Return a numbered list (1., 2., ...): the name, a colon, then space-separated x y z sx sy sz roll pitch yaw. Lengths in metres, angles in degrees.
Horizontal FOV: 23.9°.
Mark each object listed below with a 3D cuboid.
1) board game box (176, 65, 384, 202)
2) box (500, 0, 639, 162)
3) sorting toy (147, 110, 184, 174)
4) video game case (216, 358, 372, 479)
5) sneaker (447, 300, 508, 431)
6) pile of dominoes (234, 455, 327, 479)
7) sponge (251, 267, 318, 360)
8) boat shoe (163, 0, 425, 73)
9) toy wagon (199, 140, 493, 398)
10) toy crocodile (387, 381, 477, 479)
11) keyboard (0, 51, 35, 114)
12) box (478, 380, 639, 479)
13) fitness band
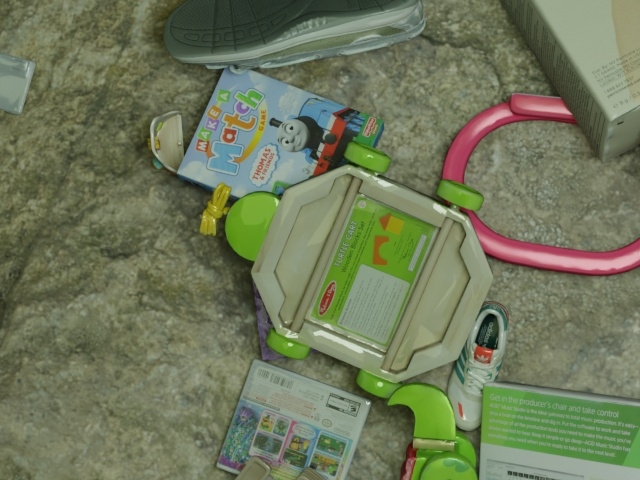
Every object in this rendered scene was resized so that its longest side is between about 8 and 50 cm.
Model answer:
1. board game box: -0.049 -0.111 1.871 0.212 0.039 0.160 21 79 9
2. box: 0.304 -0.264 1.760 0.121 0.148 0.311 -28 73 -2
3. sorting toy: -0.197 -0.122 1.883 0.045 0.075 0.083 -6 85 7
4. video game case: -0.033 0.238 1.868 0.157 0.019 0.143 19 89 7
5. sneaker: 0.187 0.150 1.815 0.057 0.075 0.161 16 88 8
6. pile of dominoes: -0.060 0.398 1.854 0.196 0.040 0.251 37 104 6
7. sponge: 0.025 0.075 1.864 0.210 0.031 0.117 -9 86 7
8. boat shoe: -0.031 -0.262 1.857 0.321 0.103 0.118 -12 58 5
9. toy wagon: 0.027 0.019 1.793 0.344 0.068 0.267 23 100 1
10. toy crocodile: 0.128 0.332 1.770 0.105 0.115 0.340 1 101 4
11. keyboard: -0.497 -0.230 1.963 0.256 0.014 0.072 16 94 8
12. box: 0.287 0.331 1.733 0.232 0.058 0.321 4 93 41
13. fitness band: 0.292 -0.067 1.831 0.291 0.054 0.209 9 90 9
